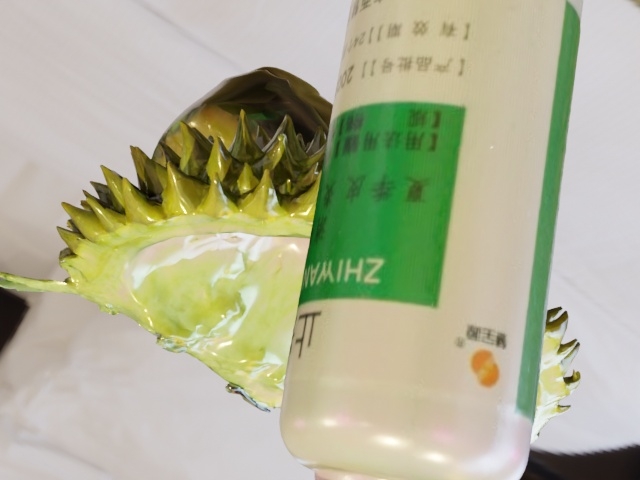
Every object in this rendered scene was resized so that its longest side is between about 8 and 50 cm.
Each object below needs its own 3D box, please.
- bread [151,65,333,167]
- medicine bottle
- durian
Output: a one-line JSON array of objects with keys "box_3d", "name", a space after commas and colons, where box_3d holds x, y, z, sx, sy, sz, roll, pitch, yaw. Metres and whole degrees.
[{"box_3d": [0.000, 0.000, 1.191, 0.376, 0.208, 0.251, 38, 126, 8], "name": "bread"}, {"box_3d": [0.041, 0.009, 0.450, 0.095, 0.260, 0.095, 8, 165, 2], "name": "medicine bottle"}, {"box_3d": [0.018, 0.041, 0.646, 0.355, 0.169, 0.157, 34, 179, -38], "name": "durian"}]
